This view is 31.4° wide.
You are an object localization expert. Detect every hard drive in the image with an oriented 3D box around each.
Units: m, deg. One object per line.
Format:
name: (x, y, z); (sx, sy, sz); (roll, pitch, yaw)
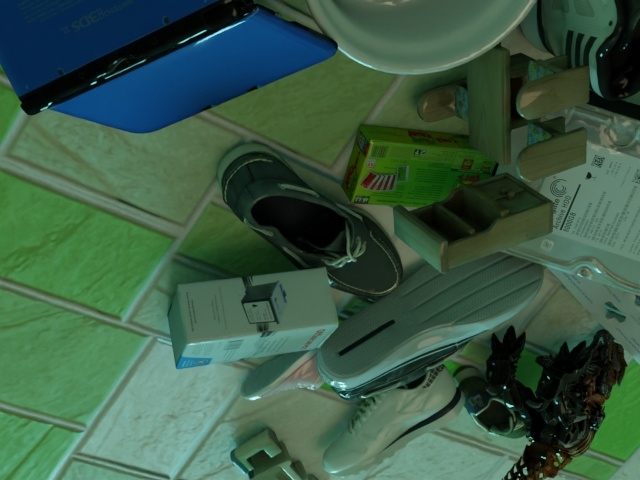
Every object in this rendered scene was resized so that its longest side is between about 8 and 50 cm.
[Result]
hard drive: (0.388, -0.054, 1.457); (0.339, 0.064, 0.236); (19, 120, 3)

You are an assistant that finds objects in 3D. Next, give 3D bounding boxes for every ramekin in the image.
ramekin: (0.098, -0.327, 1.201); (0.277, 0.135, 0.277); (-9, 126, -12)

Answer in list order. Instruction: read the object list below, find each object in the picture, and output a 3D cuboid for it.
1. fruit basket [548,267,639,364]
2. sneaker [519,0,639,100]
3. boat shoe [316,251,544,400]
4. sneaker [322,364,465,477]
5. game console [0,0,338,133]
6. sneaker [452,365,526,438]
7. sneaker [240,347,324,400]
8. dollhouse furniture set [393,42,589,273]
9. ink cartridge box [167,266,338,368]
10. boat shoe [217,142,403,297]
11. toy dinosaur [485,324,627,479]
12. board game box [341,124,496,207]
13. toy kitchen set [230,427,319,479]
fruit basket: (0.538, 0.010, 1.620); (0.353, 0.165, 0.327); (-33, 129, 21)
sneaker: (0.325, -0.353, 1.190); (0.169, 0.257, 0.447); (-14, 127, -10)
boat shoe: (0.149, 0.111, 1.569); (0.335, 0.121, 0.119); (-25, 151, -3)
sneaker: (0.092, 0.256, 1.669); (0.235, 0.090, 0.094); (-35, 112, 5)
game console: (-0.176, -0.237, 1.161); (0.293, 0.173, 0.250); (-18, 104, 31)
sneaker: (0.270, 0.270, 1.729); (0.064, 0.086, 0.192); (-40, 128, 11)
sneaker: (-0.041, 0.193, 1.583); (0.134, 0.051, 0.070); (-35, 123, 2)
dollhouse furniture set: (0.175, -0.109, 1.309); (0.161, 0.212, 0.242); (-18, 122, -21)
ink cartridge box: (-0.089, 0.100, 1.442); (0.191, 0.082, 0.139); (-8, 163, -16)
boat shoe: (0.000, 0.000, 1.427); (0.116, 0.099, 0.319); (-44, 128, 11)
toy dinosaur: (0.349, 0.247, 1.652); (0.164, 0.322, 0.218); (-10, 128, 31)
board game box: (0.127, -0.090, 1.445); (0.181, 0.043, 0.092); (4, 123, -22)
toy kitchen set: (-0.064, 0.400, 1.650); (0.122, 0.166, 0.207); (-33, 128, 5)
